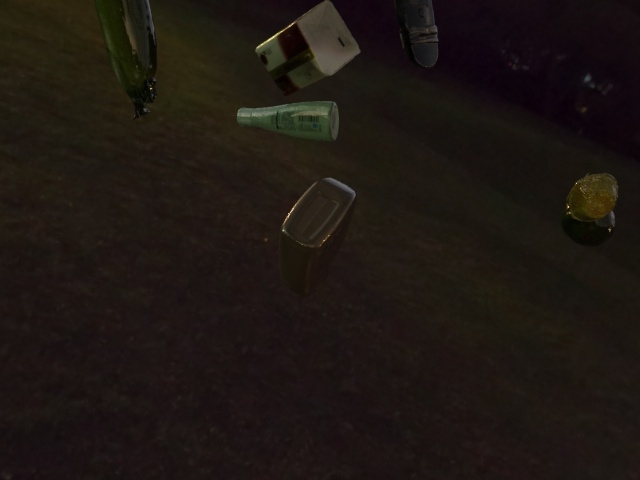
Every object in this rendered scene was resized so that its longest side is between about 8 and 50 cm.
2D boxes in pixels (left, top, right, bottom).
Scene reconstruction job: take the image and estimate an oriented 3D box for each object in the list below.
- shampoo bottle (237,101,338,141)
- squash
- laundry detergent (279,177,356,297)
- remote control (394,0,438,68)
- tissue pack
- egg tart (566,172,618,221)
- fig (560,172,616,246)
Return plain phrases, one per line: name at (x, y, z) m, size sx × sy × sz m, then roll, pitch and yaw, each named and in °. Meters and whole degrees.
shampoo bottle at (-0.061, -0.215, 1.201) m, size 0.191 × 0.069 × 0.041 m, roll 7°, pitch 20°, yaw 24°
squash at (-0.298, -0.350, 1.009) m, size 0.087 × 0.331 × 0.087 m, roll -10°, pitch 18°, yaw 3°
laundry detergent at (0.000, 0.000, 1.096) m, size 0.076 × 0.171 × 0.237 m, roll 31°, pitch -24°, yaw 13°
remote control at (0.165, -0.450, 1.256) m, size 0.090 × 0.265 × 0.066 m, roll -12°, pitch 6°, yaw -32°
tissue pack at (-0.025, -0.327, 1.159) m, size 0.106 × 0.099 × 0.149 m, roll 55°, pitch -28°, yaw -16°
egg tart at (0.515, -0.075, 1.256) m, size 0.105 × 0.105 × 0.039 m, roll 18°, pitch 27°, yaw -16°
fig at (0.566, -0.070, 1.436) m, size 0.117 × 0.117 × 0.177 m, roll 19°, pitch 48°, yaw -13°
